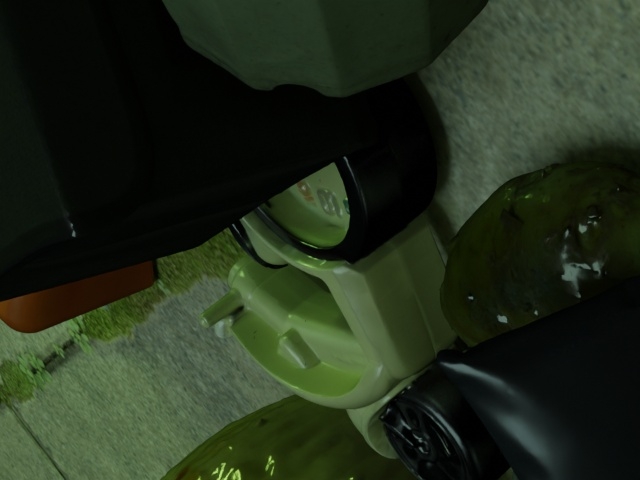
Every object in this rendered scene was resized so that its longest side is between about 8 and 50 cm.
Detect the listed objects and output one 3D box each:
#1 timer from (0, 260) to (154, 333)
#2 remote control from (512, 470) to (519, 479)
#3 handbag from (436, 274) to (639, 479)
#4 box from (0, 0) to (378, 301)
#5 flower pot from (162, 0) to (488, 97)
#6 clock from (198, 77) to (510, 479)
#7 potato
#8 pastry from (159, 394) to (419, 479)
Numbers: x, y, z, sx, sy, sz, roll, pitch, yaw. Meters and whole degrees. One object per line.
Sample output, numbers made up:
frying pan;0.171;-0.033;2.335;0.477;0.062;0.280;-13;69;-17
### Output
timer;-0.279;-0.078;1.715;0.257;0.161;0.250;41;139;25
remote control;0.182;0.141;1.269;0.123;0.038;0.285;38;152;31
handbag;0.216;0.115;1.010;0.254;0.211;0.088;58;-169;-16
box;-0.159;-0.155;1.123;0.251;0.204;0.345;-28;80;58
flower pot;-0.015;-0.208;0.889;0.290;0.290;0.259;41;164;23
clock;0.000;0.000;1.318;0.276;0.120;0.379;20;136;48
potato;0.138;0.018;1.106;0.225;0.090;0.117;-30;78;61
pastry;-0.001;0.324;1.516;0.388;0.313;0.388;35;149;25
